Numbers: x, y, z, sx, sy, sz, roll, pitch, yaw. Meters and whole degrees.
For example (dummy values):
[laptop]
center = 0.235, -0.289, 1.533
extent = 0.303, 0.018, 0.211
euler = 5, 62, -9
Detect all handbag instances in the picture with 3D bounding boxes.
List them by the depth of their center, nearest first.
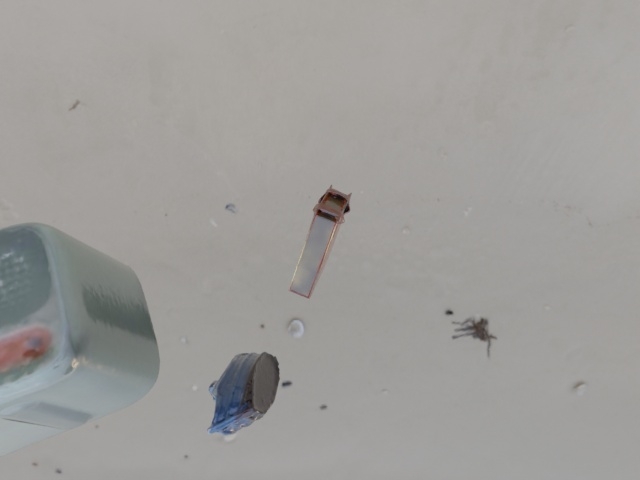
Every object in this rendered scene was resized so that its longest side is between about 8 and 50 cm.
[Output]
[handbag]
center = 0.000, 0.000, 1.082
extent = 0.063, 0.127, 0.190
euler = 23, 123, 4

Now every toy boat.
[toy boat]
center = -0.179, 0.326, 1.225
extent = 0.143, 0.309, 0.129
euler = -20, 99, 12

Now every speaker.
[speaker]
center = -0.386, 0.130, 0.548
extent = 0.406, 0.183, 0.184
euler = -20, 160, -3
